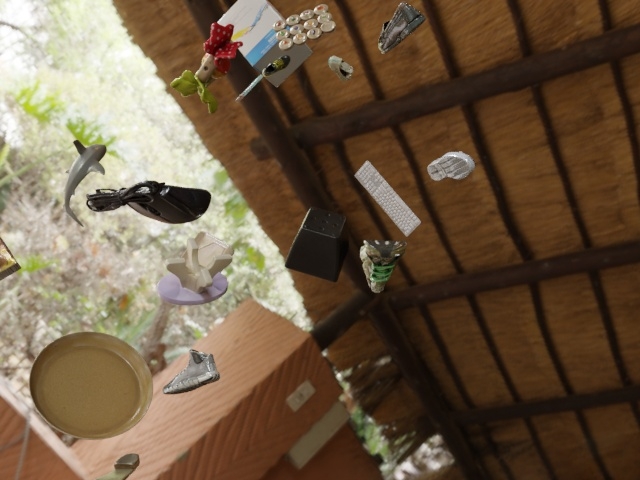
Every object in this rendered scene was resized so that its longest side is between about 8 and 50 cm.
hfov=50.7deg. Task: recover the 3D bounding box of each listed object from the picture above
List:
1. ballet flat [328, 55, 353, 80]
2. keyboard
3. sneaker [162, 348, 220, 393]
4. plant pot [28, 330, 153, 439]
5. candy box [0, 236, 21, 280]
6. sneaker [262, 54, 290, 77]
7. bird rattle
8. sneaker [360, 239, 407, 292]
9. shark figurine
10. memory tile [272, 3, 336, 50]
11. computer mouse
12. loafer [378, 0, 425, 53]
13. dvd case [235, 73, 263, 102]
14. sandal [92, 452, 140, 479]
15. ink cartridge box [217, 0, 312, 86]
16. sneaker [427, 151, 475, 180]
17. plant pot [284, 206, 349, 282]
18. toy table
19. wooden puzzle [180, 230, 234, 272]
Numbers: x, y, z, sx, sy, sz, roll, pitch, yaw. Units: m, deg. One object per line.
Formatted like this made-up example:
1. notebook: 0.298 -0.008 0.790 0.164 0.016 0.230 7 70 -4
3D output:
1. ballet flat: 0.078 -0.555 2.204 0.052 0.057 0.168 14 3 25
2. keyboard: 0.205 -0.129 2.071 0.256 0.014 0.072 51 -47 13
3. sneaker: -0.454 0.448 2.342 0.086 0.228 0.132 29 43 -63
4. plant pot: -0.448 0.286 1.326 0.236 0.236 0.032 44 -50 12
5. candy box: -0.977 0.081 1.946 0.109 0.186 0.053 51 -20 14
6. sneaker: -0.111 -0.446 1.733 0.031 0.083 0.035 54 -2 -9
7. bird rattle: -0.307 -0.505 1.909 0.143 0.254 0.207 27 26 -6
8. sneaker: 0.227 0.097 2.452 0.410 0.157 0.182 80 10 -82
9. shark figurine: -0.733 -0.197 2.116 0.116 0.278 0.166 18 -17 8
10. memory tile: -0.040 -0.522 1.654 0.012 0.147 0.113 63 9 -55
11. computer mouse: -0.335 -0.071 1.421 0.188 0.272 0.072 -9 -94 29
12. loafer: 0.230 -0.640 2.025 0.084 0.096 0.267 50 -13 -9
13. dvd case: -0.223 -0.473 2.108 0.013 0.087 0.119 44 -13 -13
14. sandal: -0.567 0.679 1.857 0.088 0.240 0.079 -1 -79 17
15. ink cartridge box: -0.178 -0.653 2.171 0.233 0.168 0.171 53 12 23
16. sneaker: 0.434 -0.253 2.182 0.094 0.091 0.258 58 -13 -11
17. plant pot: 0.000 0.000 2.281 0.187 0.188 0.167 16 -48 6
18. toy table: -0.470 0.129 2.553 0.252 0.274 0.161 47 -44 33
19. wooden puzzle: -0.480 0.090 2.788 0.238 0.221 0.044 26 -11 42
